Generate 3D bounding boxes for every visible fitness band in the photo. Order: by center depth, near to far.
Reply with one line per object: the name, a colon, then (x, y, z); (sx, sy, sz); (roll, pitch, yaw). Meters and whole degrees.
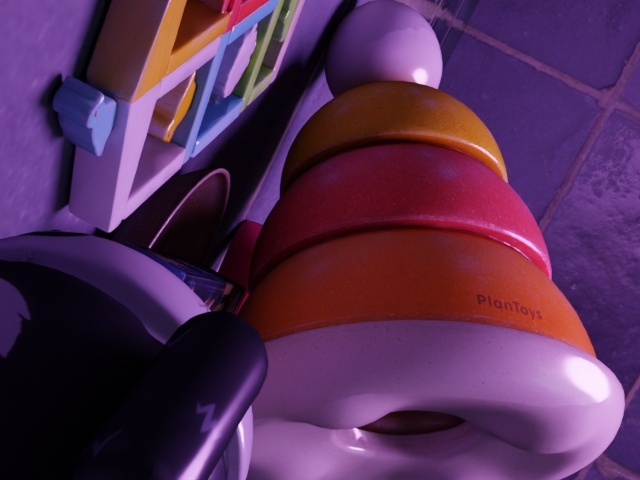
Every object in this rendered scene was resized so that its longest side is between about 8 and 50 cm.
fitness band: (-0.113, 0.100, 1.156); (0.209, 0.054, 0.291); (-61, 176, -33)

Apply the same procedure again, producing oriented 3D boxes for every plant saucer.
plant saucer: (-0.128, 0.029, 0.747); (0.199, 0.036, 0.198); (-61, 173, -12)

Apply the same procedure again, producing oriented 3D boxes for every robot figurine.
robot figurine: (-0.135, 0.104, 0.389); (0.278, 0.209, 0.174); (-51, 151, -59)

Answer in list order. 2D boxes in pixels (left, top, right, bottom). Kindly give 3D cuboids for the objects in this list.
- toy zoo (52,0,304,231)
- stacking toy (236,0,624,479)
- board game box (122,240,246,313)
toy zoo: (-0.063, -0.128, 0.606); (0.192, 0.030, 0.293); (-66, 173, 34)
stacking toy: (0.074, -0.022, 0.962); (0.351, 0.350, 0.480); (108, -15, -59)
board game box: (-0.121, 0.090, 0.694); (0.165, 0.042, 0.243); (-61, 174, -2)
